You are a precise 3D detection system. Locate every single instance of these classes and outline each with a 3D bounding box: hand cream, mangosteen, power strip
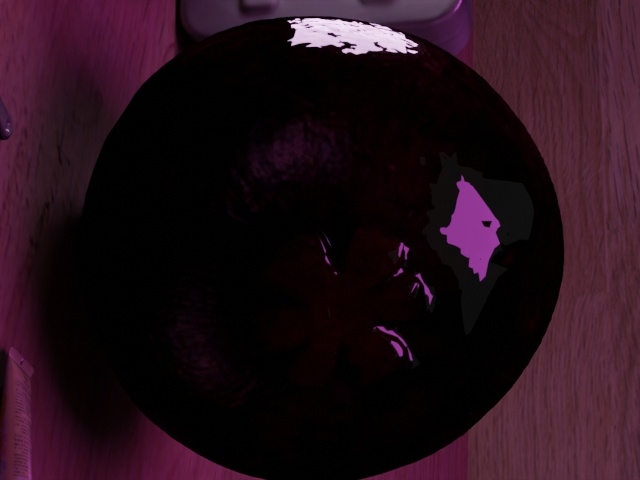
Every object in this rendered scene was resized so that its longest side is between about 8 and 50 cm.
[{"bbox_3d":[-0.169,0.112,0.847,0.035,0.022,0.102,62,21,-59],"label":"hand cream"},{"bbox_3d":[0.000,0.000,1.008,0.347,0.306,0.307,-94,177,-78],"label":"mangosteen"},{"bbox_3d":[0.011,-0.175,1.245,0.141,0.229,0.261,55,34,-68],"label":"power strip"}]

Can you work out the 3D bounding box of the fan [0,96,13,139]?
[{"bbox_3d":[-0.202,-0.140,0.809,0.132,0.009,0.220,-79,160,-47],"label":"fan"}]
